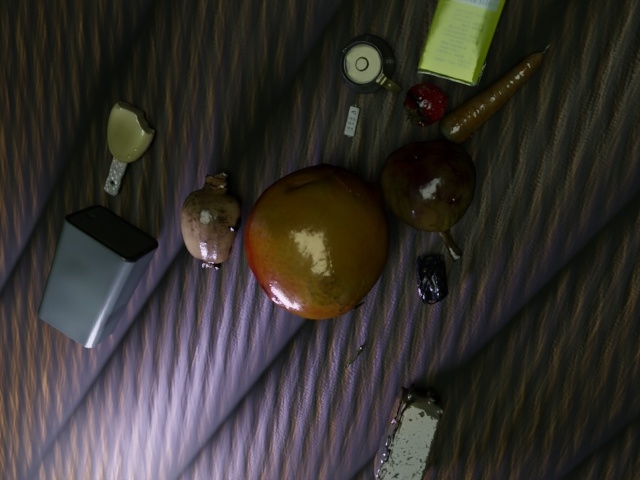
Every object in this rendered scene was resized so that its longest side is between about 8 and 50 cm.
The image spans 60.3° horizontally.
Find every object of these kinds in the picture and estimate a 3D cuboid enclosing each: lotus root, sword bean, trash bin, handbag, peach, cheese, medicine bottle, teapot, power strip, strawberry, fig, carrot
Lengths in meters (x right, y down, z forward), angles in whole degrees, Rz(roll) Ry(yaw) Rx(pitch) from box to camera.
[{"bbox_3d":[-0.282,-0.043,1.432,0.155,0.140,0.256,12,114,17],"label":"lotus root"},{"bbox_3d":[0.092,0.321,1.514,0.012,0.012,0.083,36,110,2],"label":"sword bean"},{"bbox_3d":[-0.642,0.108,1.551,0.223,0.158,0.343,33,111,3],"label":"trash bin"},{"bbox_3d":[0.262,0.107,1.344,0.072,0.139,0.115,-2,106,22],"label":"handbag"},{"bbox_3d":[0.001,0.000,1.296,0.373,0.290,0.372,2,103,11],"label":"peach"},{"bbox_3d":[-0.529,-0.236,1.484,0.127,0.050,0.255,26,112,4],"label":"cheese"},{"bbox_3d":[0.310,-0.461,1.169,0.141,0.137,0.250,19,109,7],"label":"medicine bottle"},{"bbox_3d":[0.116,-0.388,1.247,0.166,0.119,0.130,38,111,0],"label":"teapot"},{"bbox_3d":[0.077,-0.292,1.338,0.027,0.017,0.083,14,110,8],"label":"power strip"},{"bbox_3d":[0.244,-0.314,1.256,0.106,0.106,0.106,4,106,13],"label":"strawberry"},{"bbox_3d":[0.266,-0.070,1.286,0.217,0.217,0.320,-11,125,16],"label":"fig"},{"bbox_3d":[0.394,-0.327,1.227,0.298,0.078,0.078,-40,93,17],"label":"carrot"}]

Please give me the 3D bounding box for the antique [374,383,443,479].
[{"bbox_3d":[0.239,0.530,1.484,0.125,0.150,0.284,16,100,4],"label":"antique"}]
